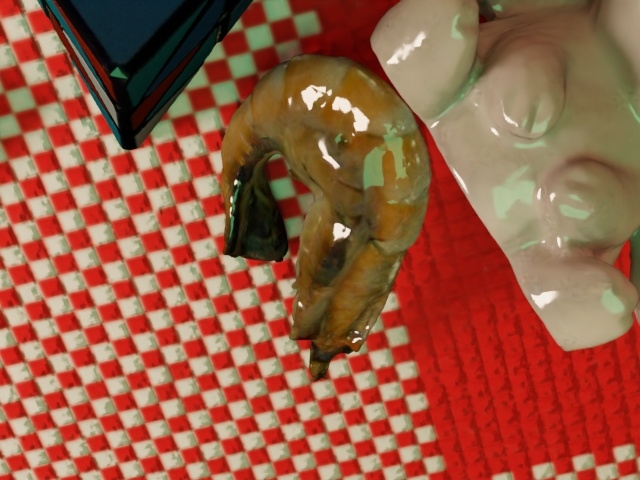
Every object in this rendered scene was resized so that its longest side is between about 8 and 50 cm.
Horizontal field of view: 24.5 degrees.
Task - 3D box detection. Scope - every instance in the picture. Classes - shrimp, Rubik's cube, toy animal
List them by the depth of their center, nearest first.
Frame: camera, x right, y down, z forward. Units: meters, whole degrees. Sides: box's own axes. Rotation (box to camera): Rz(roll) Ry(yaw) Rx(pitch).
[{"bbox_3d":[-0.150,-0.183,0.783,0.234,0.250,0.284,41,119,-4],"label":"Rubik's cube"},{"bbox_3d":[0.192,-0.099,0.844,0.265,0.206,0.272,-33,90,7],"label":"toy animal"},{"bbox_3d":[-0.013,-0.011,0.936,0.145,0.059,0.254,35,137,12],"label":"shrimp"}]
